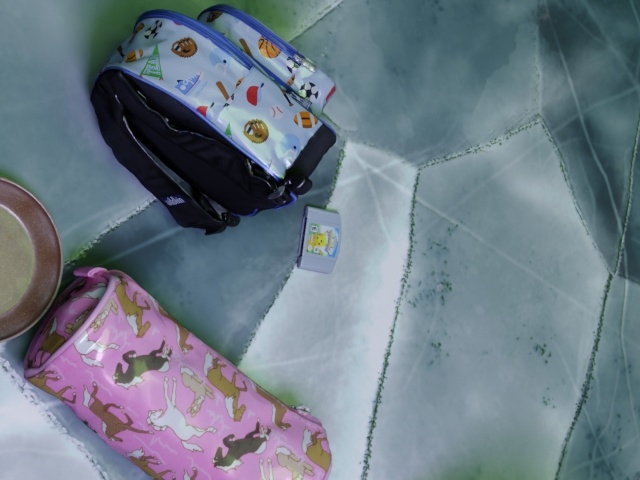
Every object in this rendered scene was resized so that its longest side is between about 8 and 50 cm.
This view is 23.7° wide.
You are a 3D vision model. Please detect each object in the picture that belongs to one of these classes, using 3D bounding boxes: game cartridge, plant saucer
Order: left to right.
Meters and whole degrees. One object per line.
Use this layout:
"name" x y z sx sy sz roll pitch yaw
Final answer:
"plant saucer" -0.397 0.022 1.762 0.199 0.036 0.198 1 88 -28
"game cartridge" 0.000 0.000 1.992 0.056 0.017 0.083 11 83 -32

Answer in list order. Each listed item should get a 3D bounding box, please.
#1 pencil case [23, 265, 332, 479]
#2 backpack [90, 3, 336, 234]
"pencil case" -0.168 0.194 1.814 0.386 0.160 0.167 39 33 -21
"backpack" -0.129 -0.160 1.798 0.263 0.276 0.213 33 68 -17
